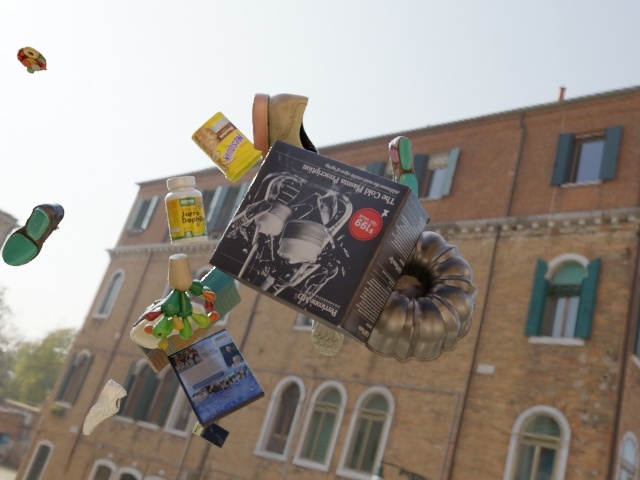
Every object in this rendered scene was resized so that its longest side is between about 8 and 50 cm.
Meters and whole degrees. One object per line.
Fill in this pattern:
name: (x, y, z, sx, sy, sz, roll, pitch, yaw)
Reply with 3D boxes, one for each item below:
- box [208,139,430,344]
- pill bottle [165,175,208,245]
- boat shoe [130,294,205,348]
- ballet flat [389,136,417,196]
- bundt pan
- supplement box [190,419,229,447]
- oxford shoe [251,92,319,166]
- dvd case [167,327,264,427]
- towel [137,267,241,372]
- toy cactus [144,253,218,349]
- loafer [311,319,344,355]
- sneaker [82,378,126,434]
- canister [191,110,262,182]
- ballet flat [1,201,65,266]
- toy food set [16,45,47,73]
box: (0.000, 0.000, 1.467, 0.343, 0.312, 0.179, 23, -9, 27)
pill bottle: (-0.423, -0.092, 2.170, 0.118, 0.208, 0.117, -8, -2, 0)
boat shoe: (-0.405, 0.201, 1.871, 0.117, 0.096, 0.324, 36, -42, -22)
ballet flat: (0.245, -0.202, 2.092, 0.077, 0.221, 0.079, -5, -4, -30)
bundt pan: (0.201, 0.102, 1.561, 0.331, 0.330, 0.124, 16, -31, 4)
supplement box: (-0.343, 0.595, 2.147, 0.083, 0.056, 0.083, 39, -22, -23)
oxford shoe: (-0.075, -0.165, 1.680, 0.147, 0.140, 0.396, -3, -57, 4)
dvd case: (-0.283, 0.362, 1.849, 0.253, 0.181, 0.022, 50, -22, 40)
towel: (-0.413, 0.243, 2.189, 0.040, 0.370, 0.271, 39, -22, 23)
toy cactus: (-0.289, 0.115, 1.419, 0.112, 0.180, 0.219, 9, 21, 29)
loafer: (0.030, 0.241, 2.204, 0.112, 0.111, 0.319, 11, -49, 10)
sneaker: (-0.555, 0.436, 1.773, 0.061, 0.152, 0.054, 31, -5, -1)
canister: (-0.265, -0.265, 1.947, 0.170, 0.126, 0.073, 45, -11, 3)
ballet flat: (-0.594, -0.015, 1.445, 0.074, 0.074, 0.203, 29, -52, -29)
toy food set: (-0.773, -0.484, 1.853, 0.083, 0.020, 0.082, -13, -42, 27)
